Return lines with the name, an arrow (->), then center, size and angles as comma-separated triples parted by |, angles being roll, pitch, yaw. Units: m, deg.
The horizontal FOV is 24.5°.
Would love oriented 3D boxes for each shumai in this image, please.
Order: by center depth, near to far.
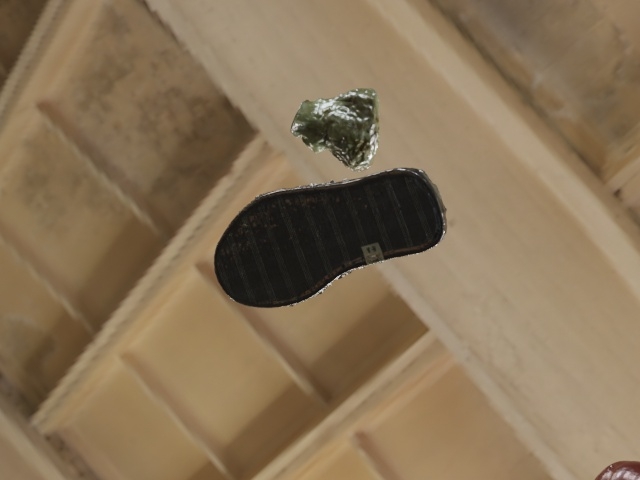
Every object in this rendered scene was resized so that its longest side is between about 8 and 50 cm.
shumai -> 0.013, -0.110, 1.422 | 0.082, 0.080, 0.083 | -106, -158, -47

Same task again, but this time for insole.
insole -> 0.000, 0.000, 1.317 | 0.309, 0.012, 0.110 | -14, -82, 48

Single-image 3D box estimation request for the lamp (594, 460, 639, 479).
lamp -> 0.312, 0.260, 1.437 | 0.101, 0.090, 0.101 | 33, -25, 18
